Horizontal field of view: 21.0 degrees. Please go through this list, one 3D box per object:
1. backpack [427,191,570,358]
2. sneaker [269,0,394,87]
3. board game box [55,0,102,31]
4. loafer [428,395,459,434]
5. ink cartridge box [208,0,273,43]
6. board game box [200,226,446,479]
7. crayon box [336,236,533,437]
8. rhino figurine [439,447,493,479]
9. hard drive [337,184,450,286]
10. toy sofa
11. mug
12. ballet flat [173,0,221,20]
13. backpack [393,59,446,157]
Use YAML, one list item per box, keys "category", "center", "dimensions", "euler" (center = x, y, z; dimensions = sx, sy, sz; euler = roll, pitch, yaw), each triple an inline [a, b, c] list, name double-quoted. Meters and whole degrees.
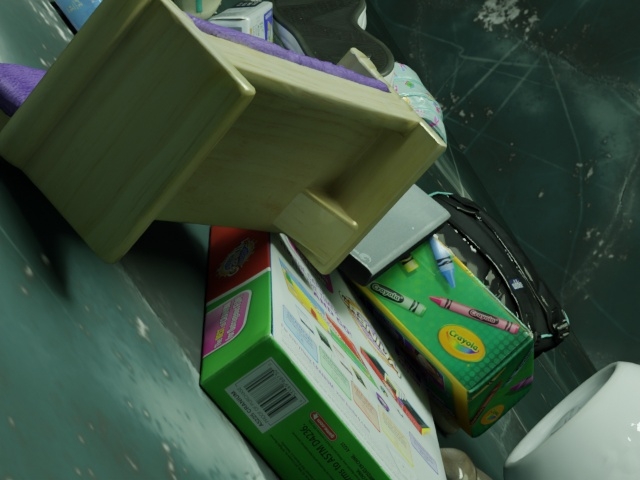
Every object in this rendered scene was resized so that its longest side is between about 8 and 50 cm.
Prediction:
- category: "backpack"
  center: [0.137, 0.050, 1.732]
  dimensions: [0.166, 0.144, 0.188]
  euler: [-9, 67, -55]
- category: "sneaker"
  center: [0.013, -0.146, 1.792]
  dimensions: [0.295, 0.124, 0.178]
  euler: [-110, -161, -61]
- category: "board game box"
  center: [-0.162, -0.175, 1.580]
  dimensions: [0.160, 0.039, 0.211]
  euler: [54, 9, -7]
- category: "loafer"
  center: [0.110, 0.131, 1.791]
  dimensions: [0.148, 0.050, 0.056]
  euler: [53, 11, -8]
- category: "ink cartridge box"
  center: [-0.072, -0.121, 1.667]
  dimensions: [0.206, 0.045, 0.208]
  euler: [-71, 159, -78]
- category: "board game box"
  center: [0.006, 0.112, 1.367]
  dimensions: [0.242, 0.064, 0.316]
  euler: [51, 11, -18]
- category: "crayon box"
  center: [0.070, 0.041, 1.567]
  dimensions: [0.278, 0.081, 0.165]
  euler: [45, -9, 19]
- category: "rhino figurine"
  center: [0.146, 0.257, 1.513]
  dimensions: [0.243, 0.073, 0.106]
  euler: [45, 18, -48]
- category: "hard drive"
  center: [0.039, -0.020, 1.451]
  dimensions: [0.094, 0.022, 0.135]
  euler: [40, 39, 12]
- category: "toy sofa"
  center: [-0.072, -0.090, 1.227]
  dimensions: [0.177, 0.150, 0.362]
  euler: [48, 17, 20]
- category: "mug"
  center: [0.332, 0.317, 1.722]
  dimensions: [0.328, 0.276, 0.374]
  euler: [47, 41, 3]
- category: "ballet flat"
  center: [-0.139, -0.303, 2.000]
  dimensions: [0.086, 0.086, 0.248]
  euler: [52, 13, -14]
- category: "backpack"
  center: [0.048, -0.111, 1.906]
  dimensions: [0.152, 0.182, 0.115]
  euler: [39, 19, -57]
